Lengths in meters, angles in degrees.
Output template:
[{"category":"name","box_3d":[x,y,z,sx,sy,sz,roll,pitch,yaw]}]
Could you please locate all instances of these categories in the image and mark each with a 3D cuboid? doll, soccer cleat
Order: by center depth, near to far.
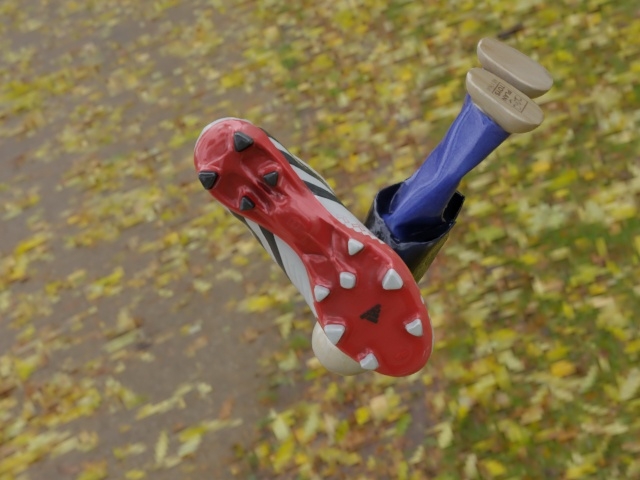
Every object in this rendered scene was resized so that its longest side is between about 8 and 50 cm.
[{"category":"soccer cleat","box_3d":[0.000,0.000,0.359,0.029,0.083,0.035,-43,6,14]},{"category":"doll","box_3d":[0.043,-0.004,0.672,0.189,0.046,0.129,-59,2,33]}]
